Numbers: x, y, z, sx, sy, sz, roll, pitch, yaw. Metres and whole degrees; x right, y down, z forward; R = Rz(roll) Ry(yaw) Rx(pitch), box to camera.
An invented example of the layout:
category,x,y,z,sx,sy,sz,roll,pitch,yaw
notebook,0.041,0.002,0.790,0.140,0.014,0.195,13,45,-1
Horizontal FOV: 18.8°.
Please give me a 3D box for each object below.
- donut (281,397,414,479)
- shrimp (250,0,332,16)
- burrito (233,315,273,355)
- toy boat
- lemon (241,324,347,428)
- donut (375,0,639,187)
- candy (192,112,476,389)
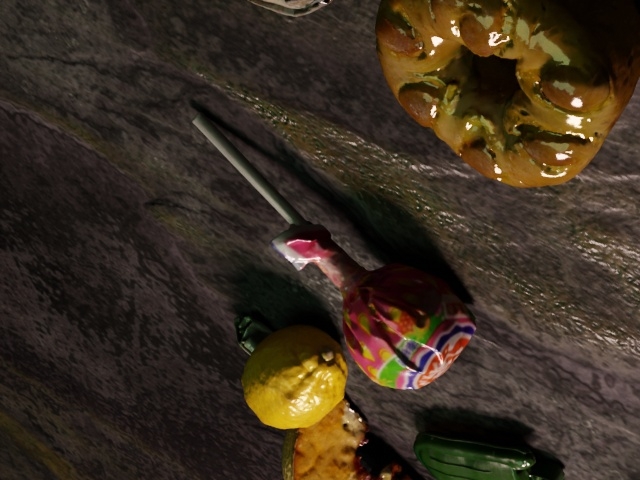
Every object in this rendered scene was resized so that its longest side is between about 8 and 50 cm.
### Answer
category,x,y,z,sx,sy,sz,roll,pitch,yaw
donut,0.025,0.278,2.287,0.217,0.141,0.085,53,157,-15
shrimp,-0.029,-0.237,1.674,0.223,0.047,0.126,17,152,47
burrito,-0.062,0.140,2.263,0.118,0.044,0.074,66,170,-22
toy boat,0.180,0.254,2.132,0.210,0.052,0.104,5,139,49
lemon,-0.027,0.153,2.168,0.114,0.114,0.155,41,147,-3
donut,0.146,-0.149,1.513,0.226,0.114,0.226,30,151,18
candy,0.000,0.000,1.953,0.365,0.124,0.124,46,154,10
